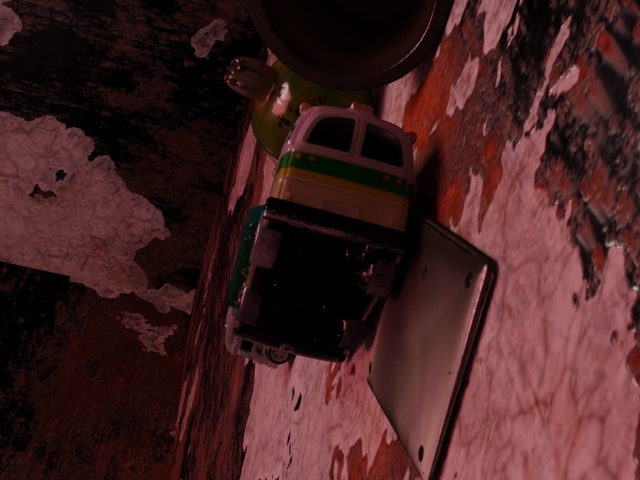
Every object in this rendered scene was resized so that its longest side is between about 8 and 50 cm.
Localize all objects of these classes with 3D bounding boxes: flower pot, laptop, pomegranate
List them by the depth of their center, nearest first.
[{"bbox_3d":[0.088,0.080,0.907,0.269,0.015,0.188,-126,49,-77],"label":"laptop"},{"bbox_3d":[0.045,-0.303,1.165,0.148,0.235,0.235,-55,-15,-63],"label":"flower pot"},{"bbox_3d":[-0.032,-0.184,1.365,0.180,0.209,0.180,-44,36,45],"label":"pomegranate"}]

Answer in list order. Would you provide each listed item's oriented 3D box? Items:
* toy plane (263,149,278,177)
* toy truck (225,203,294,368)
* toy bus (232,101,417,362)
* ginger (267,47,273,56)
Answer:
[{"bbox_3d":[-0.050,-0.143,1.710,0.256,0.104,0.242,-103,25,-68],"label":"toy plane"},{"bbox_3d":[-0.073,0.061,1.538,0.114,0.124,0.253,-98,25,-69],"label":"toy truck"},{"bbox_3d":[0.000,0.000,1.087,0.305,0.143,0.179,110,173,-61],"label":"toy bus"},{"bbox_3d":[-0.013,-0.339,1.660,0.267,0.152,0.138,55,-161,-80],"label":"ginger"}]
